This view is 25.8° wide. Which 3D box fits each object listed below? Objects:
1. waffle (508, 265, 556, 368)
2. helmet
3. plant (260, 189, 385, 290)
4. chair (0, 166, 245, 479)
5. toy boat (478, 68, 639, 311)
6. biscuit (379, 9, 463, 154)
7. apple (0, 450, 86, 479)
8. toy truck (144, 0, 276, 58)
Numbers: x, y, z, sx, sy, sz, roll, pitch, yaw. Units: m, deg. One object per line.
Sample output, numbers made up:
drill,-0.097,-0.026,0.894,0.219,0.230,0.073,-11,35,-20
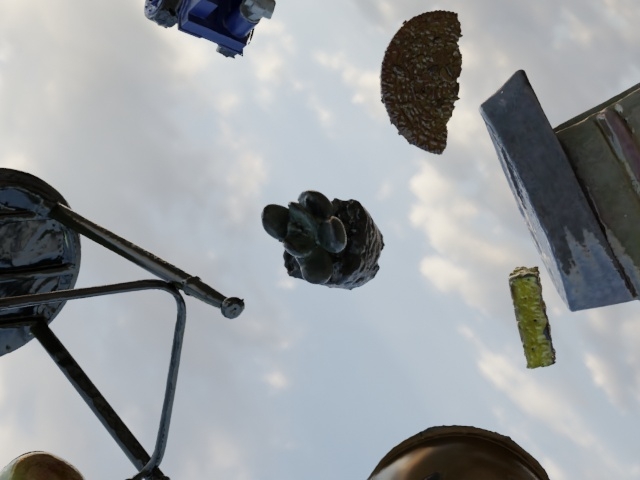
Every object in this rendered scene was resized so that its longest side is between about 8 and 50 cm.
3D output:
waffle,0.363,0.122,2.398,0.211,0.055,0.160,-35,-67,-78
helmet,0.109,0.270,1.090,0.198,0.224,0.130,7,-169,-8
plant,-0.002,0.000,2.183,0.274,0.146,0.149,27,-118,-70
chair,-0.368,0.137,1.701,0.365,0.362,0.410,-8,-145,-31
toy boat,0.327,-0.061,1.476,0.111,0.293,0.276,-125,25,-85
biscuit,0.141,-0.227,1.963,0.126,0.206,0.025,7,177,-25
apple,-0.227,0.212,1.129,0.084,0.084,0.071,48,-159,11
toy truck,-0.141,-0.374,1.969,0.161,0.177,0.213,18,-123,-33
